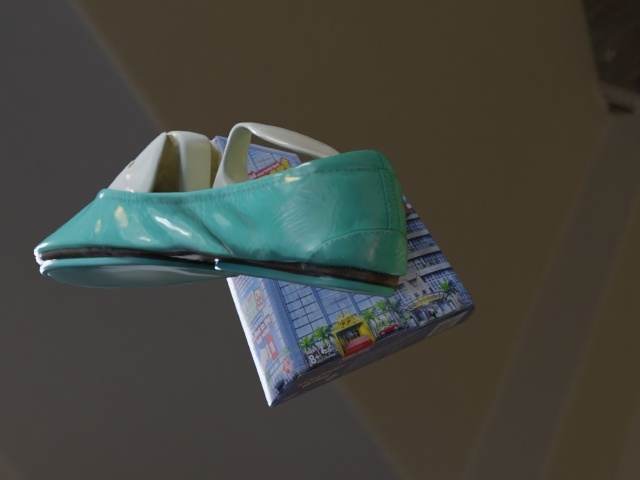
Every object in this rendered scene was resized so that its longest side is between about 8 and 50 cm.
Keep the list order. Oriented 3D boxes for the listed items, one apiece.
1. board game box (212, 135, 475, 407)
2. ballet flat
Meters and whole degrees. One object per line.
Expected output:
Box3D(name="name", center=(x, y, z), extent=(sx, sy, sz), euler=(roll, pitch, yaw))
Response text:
Box3D(name="board game box", center=(0.000, 0.000, 1.262), extent=(0.194, 0.194, 0.060), euler=(58, -36, 15))
Box3D(name="ballet flat", center=(-0.052, -0.017, 0.884), extent=(0.247, 0.087, 0.083), euler=(0, -9, 41))
